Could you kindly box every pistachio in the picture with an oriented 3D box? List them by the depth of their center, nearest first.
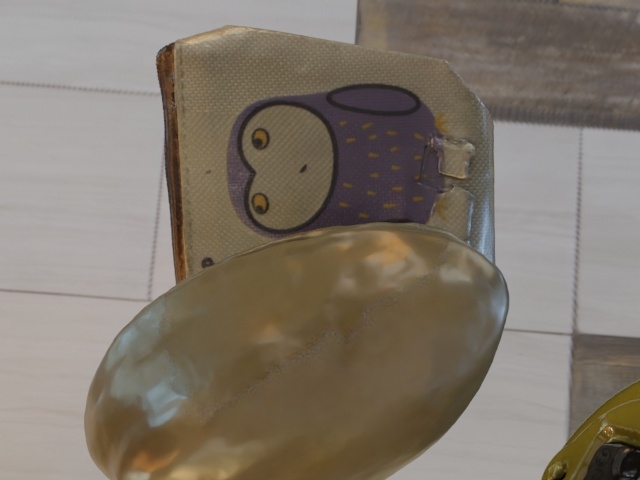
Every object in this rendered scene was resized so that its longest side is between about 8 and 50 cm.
[{"bbox_3d":[-0.012,0.066,0.523,0.226,0.136,0.135,-27,83,7],"label":"pistachio"}]

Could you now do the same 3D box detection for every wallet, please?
[{"bbox_3d":[-0.002,0.000,0.810,0.275,0.068,0.335,-2,95,-3],"label":"wallet"}]

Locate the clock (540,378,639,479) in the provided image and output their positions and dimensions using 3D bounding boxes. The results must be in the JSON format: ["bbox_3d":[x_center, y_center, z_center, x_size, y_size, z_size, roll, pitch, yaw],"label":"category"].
[{"bbox_3d":[0.193,0.160,0.629,0.057,0.237,0.237,35,82,-17],"label":"clock"}]
